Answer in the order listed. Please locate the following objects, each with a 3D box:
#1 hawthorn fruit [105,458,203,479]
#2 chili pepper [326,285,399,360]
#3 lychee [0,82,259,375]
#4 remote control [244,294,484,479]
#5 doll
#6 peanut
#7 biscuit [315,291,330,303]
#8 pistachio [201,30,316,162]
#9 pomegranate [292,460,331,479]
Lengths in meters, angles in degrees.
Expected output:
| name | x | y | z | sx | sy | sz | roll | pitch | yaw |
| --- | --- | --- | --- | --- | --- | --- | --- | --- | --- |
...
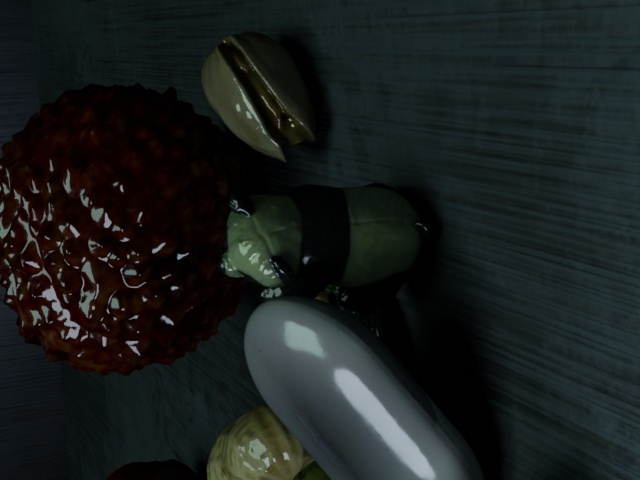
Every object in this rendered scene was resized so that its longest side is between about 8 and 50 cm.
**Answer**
| name | x | y | z | sx | sy | sz | roll | pitch | yaw |
| --- | --- | --- | --- | --- | --- | --- | --- | --- | --- |
| hawthorn fruit | -0.285 | 0.533 | 2.161 | 0.230 | 0.210 | 0.266 | -1 | 110 | 54 |
| chili pepper | 0.057 | 0.139 | 1.407 | 0.122 | 0.065 | 0.279 | 102 | 156 | -65 |
| lychee | -0.286 | -0.038 | 1.739 | 0.424 | 0.424 | 0.500 | 112 | 172 | -49 |
| remote control | 0.044 | 0.193 | 1.256 | 0.332 | 0.103 | 0.221 | 49 | 146 | -6 |
| doll | 0.001 | -0.001 | 1.291 | 0.135 | 0.234 | 0.143 | 130 | 137 | -67 |
| peanut | -0.082 | 0.321 | 1.691 | 0.153 | 0.140 | 0.325 | 58 | 152 | 14 |
| biscuit | -0.021 | 0.111 | 1.616 | 0.166 | 0.036 | 0.225 | 109 | 149 | -45 |
| pistachio | -0.081 | -0.197 | 1.568 | 0.223 | 0.126 | 0.152 | 54 | 177 | 42 |
| pomegranate | 0.036 | 0.321 | 1.433 | 0.159 | 0.129 | 0.129 | -21 | 77 | 55 |
